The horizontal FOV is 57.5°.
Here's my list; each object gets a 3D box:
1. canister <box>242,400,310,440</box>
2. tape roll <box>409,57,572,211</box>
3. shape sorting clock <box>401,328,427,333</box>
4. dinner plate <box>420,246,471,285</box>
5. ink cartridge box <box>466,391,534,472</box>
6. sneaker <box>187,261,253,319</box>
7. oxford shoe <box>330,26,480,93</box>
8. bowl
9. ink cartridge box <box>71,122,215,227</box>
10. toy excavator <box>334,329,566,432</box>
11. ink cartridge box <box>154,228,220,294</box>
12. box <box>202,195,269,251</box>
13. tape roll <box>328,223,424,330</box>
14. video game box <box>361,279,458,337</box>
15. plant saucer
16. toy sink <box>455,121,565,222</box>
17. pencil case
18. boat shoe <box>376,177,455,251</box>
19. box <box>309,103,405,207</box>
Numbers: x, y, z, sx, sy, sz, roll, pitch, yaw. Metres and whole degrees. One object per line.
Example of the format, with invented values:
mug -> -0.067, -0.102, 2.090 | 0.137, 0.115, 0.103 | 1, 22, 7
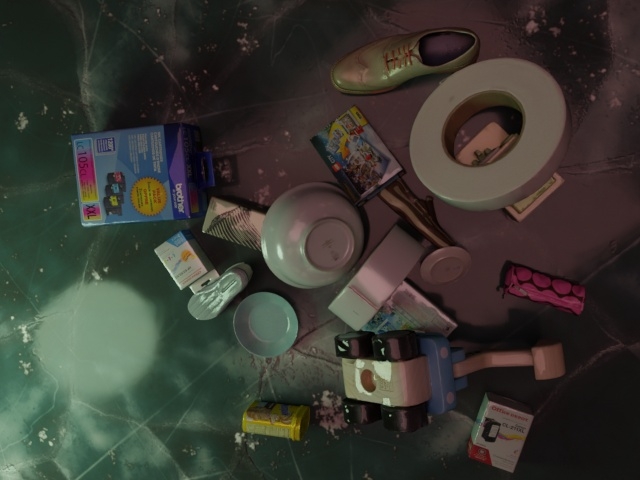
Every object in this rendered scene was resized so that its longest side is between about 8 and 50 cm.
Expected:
canister -> -0.127, 0.518, 1.688 | 0.170, 0.126, 0.073 | 4, 97, 12
tape roll -> 0.405, -0.262, 1.430 | 0.392, 0.072, 0.391 | -15, 63, 31
shape sorting clock -> 0.254, 0.344, 1.598 | 0.206, 0.040, 0.206 | 1, 98, 10
dinner plate -> 0.338, 0.074, 1.569 | 0.141, 0.017, 0.141 | -6, 131, -7
ink cartridge box -> 0.491, 0.523, 1.603 | 0.128, 0.072, 0.175 | 17, 99, 9
sneaker -> -0.283, 0.150, 1.698 | 0.258, 0.091, 0.094 | -33, 95, 33
oxford shoe -> 0.211, -0.478, 1.507 | 0.397, 0.146, 0.140 | -13, 94, 12
bowl -> 0.000, 0.000, 1.538 | 0.298, 0.134, 0.297 | -4, 103, -19
ink cartridge box -> -0.480, -0.187, 1.665 | 0.396, 0.151, 0.269 | -5, 95, 9
toy excavator -> 0.319, 0.311, 1.468 | 0.433, 0.445, 0.222 | -10, 87, 51
ink cartridge box -> -0.389, 0.071, 1.717 | 0.104, 0.061, 0.181 | -35, 90, 12
box -> -0.183, -0.036, 1.652 | 0.275, 0.094, 0.113 | 17, 98, 8
tape roll -> 0.144, 0.097, 1.511 | 0.100, 0.286, 0.286 | 40, 101, 3
video game box -> 0.244, 0.235, 1.629 | 0.205, 0.048, 0.187 | 40, 100, 4
plant saucer -> -0.157, 0.243, 1.707 | 0.195, 0.037, 0.194 | 1, 96, 9
toy sink -> 0.476, -0.182, 1.499 | 0.153, 0.131, 0.234 | -44, 87, 11
pencil case -> 0.588, 0.134, 1.531 | 0.209, 0.098, 0.095 | 15, 98, 8
boat shoe -> 0.273, -0.078, 1.569 | 0.257, 0.095, 0.095 | 42, 95, 4
box -> 0.097, -0.229, 1.577 | 0.159, 0.044, 0.233 | -37, 73, 12
